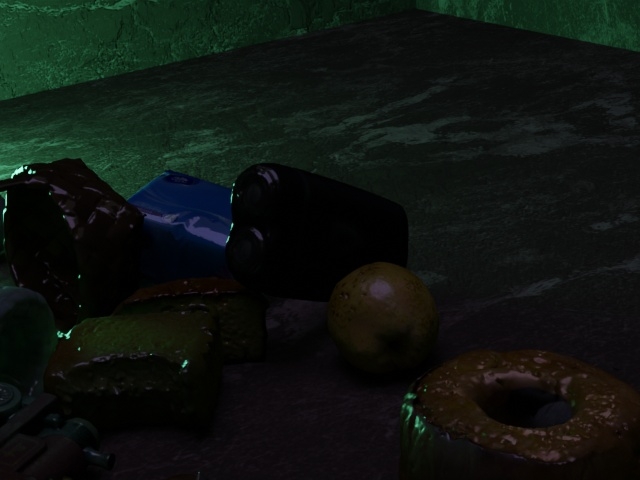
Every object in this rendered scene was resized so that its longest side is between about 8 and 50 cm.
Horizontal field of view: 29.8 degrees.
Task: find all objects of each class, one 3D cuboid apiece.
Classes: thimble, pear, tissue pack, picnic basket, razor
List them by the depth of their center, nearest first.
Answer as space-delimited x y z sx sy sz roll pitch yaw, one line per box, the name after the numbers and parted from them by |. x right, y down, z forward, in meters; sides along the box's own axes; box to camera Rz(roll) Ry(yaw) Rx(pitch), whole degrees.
-0.493 0.173 1.737 0.150 0.237 0.237 3 23 18 | thimble
0.096 0.122 1.803 0.178 0.178 0.178 -6 21 2 | pear
-0.002 0.000 1.920 0.114 0.204 0.349 3 -8 44 | razor
-0.492 0.024 2.012 0.337 0.292 0.337 7 24 -3 | picnic basket
-0.205 -0.004 2.133 0.264 0.146 0.198 17 33 18 | tissue pack

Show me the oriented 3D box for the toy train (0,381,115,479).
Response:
-0.404 0.298 1.529 0.222 0.150 0.304 12 25 17 | toy train

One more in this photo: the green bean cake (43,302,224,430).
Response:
-0.264 0.196 1.747 0.236 0.124 0.233 -4 20 6 | green bean cake

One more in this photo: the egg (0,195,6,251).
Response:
-0.704 -0.035 2.444 0.199 0.146 0.146 4 23 42 | egg

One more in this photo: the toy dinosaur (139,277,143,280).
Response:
-0.382 0.042 2.249 0.329 0.076 0.144 -12 34 -5 | toy dinosaur

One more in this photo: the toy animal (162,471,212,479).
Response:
-0.206 0.339 1.436 0.179 0.089 0.188 -14 15 33 | toy animal

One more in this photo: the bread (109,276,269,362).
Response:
-0.200 0.122 1.919 0.260 0.129 0.134 -2 20 6 | bread

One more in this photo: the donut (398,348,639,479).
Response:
0.246 0.248 1.430 0.317 0.150 0.299 -1 25 15 | donut
